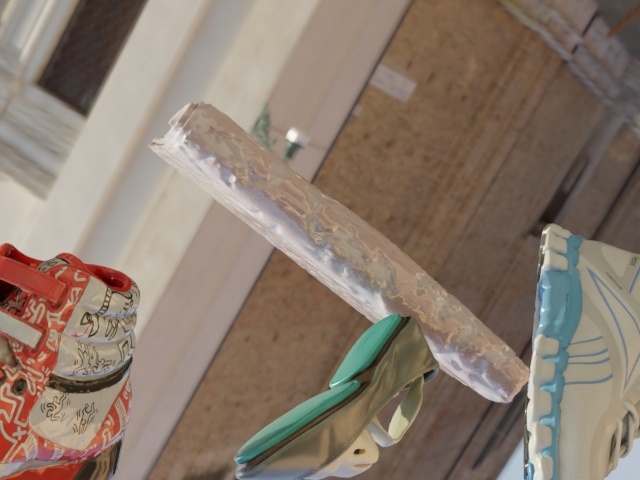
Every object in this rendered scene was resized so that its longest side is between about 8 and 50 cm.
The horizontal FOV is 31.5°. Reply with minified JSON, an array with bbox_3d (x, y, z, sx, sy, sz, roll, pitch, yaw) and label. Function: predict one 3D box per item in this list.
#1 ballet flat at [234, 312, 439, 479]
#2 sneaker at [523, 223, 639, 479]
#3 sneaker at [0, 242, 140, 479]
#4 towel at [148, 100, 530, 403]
[{"bbox_3d":[0.024,0.116,0.751,0.068,0.072,0.213,58,-144,-3],"label":"ballet flat"},{"bbox_3d":[0.133,0.061,0.506,0.083,0.071,0.190,6,-139,11],"label":"sneaker"},{"bbox_3d":[-0.194,0.077,0.588,0.090,0.144,0.270,17,-168,27],"label":"sneaker"},{"bbox_3d":[0.000,0.000,0.979,0.332,0.053,0.317,37,177,-12],"label":"towel"}]
